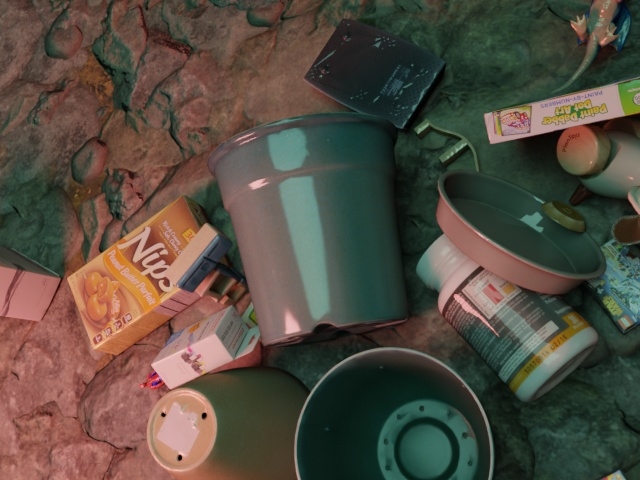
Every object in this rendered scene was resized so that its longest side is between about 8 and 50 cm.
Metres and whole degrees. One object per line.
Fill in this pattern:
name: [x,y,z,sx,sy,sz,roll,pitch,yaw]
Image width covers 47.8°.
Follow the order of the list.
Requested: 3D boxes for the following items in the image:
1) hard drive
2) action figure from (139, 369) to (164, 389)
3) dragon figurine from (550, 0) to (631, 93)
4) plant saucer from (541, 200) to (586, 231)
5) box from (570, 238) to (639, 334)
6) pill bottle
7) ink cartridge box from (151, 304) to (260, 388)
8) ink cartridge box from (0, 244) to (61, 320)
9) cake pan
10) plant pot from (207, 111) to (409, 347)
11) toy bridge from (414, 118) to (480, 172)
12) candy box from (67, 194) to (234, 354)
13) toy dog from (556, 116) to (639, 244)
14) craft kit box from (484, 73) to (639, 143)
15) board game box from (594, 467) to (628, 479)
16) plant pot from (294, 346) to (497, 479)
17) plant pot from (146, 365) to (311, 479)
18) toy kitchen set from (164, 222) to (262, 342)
hard drive: [0.108,-0.328,1.439,0.255,0.054,0.172,32,87,27]
action figure: [-0.315,0.269,1.446,0.115,0.030,0.038,-30,70,14]
dragon figurine: [0.501,-0.387,1.278,0.085,0.144,0.289,20,102,24]
plant saucer: [0.412,-0.045,1.213,0.083,0.083,0.015,42,122,27]
box: [0.489,0.072,1.176,0.094,0.027,0.137,-35,64,8]
pill bottle: [0.293,0.109,1.170,0.162,0.162,0.278,-43,64,5]
ink cartridge box: [-0.194,0.180,1.268,0.181,0.104,0.061,-27,107,20]
ink cartridge box: [-0.735,0.070,1.537,0.207,0.283,0.117,24,88,27]
cake pan: [0.310,-0.014,1.155,0.293,0.293,0.054,41,122,27]
plant pot: [0.000,0.000,1.250,0.341,0.341,0.334,-15,77,18]
toy bridge: [0.250,-0.164,1.347,0.063,0.026,0.188,-37,64,5]
candy box: [-0.351,0.073,1.486,0.316,0.087,0.183,-35,64,10]
toy dog: [0.500,-0.062,1.134,0.220,0.161,0.333,4,37,-14]
craft kit box: [0.411,-0.216,1.164,0.247,0.250,0.060,-7,100,26]
board game box: [0.353,0.461,1.048,0.275,0.144,0.142,-33,65,11]
plant pot: [0.140,0.329,1.125,0.293,0.235,0.293,-7,71,21]
plant pot: [-0.165,0.328,1.229,0.257,0.274,0.256,-6,72,21]
toy kitchen set: [-0.147,0.086,1.331,0.166,0.207,0.122,40,92,27]
